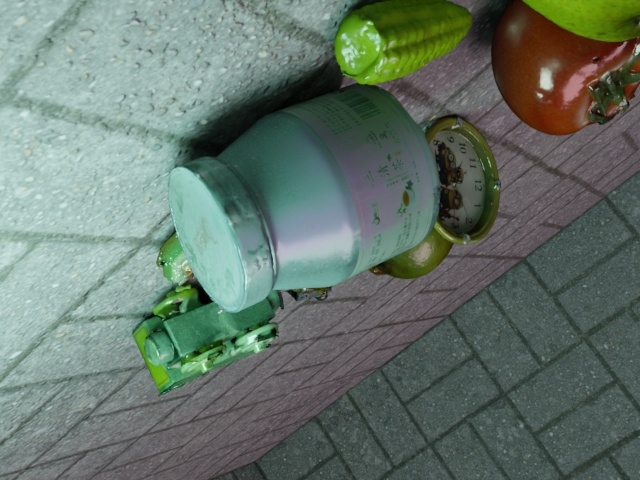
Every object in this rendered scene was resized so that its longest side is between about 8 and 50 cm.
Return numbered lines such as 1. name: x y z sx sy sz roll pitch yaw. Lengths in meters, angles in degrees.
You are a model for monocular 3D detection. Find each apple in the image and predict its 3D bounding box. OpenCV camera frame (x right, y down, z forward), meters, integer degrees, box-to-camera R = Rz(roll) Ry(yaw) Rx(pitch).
1. apple: 0.169 -0.028 1.553 0.196 0.196 0.157 -25 163 -26

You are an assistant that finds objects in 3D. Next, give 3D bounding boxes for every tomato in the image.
1. tomato: 0.377 -0.283 1.194 0.256 0.224 0.256 -28 158 -12

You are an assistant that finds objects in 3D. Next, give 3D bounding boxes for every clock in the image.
1. clock: 0.240 -0.106 1.476 0.237 0.237 0.057 -18 -175 -42

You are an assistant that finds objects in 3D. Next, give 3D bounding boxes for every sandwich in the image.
1. sandwich: -0.139 0.025 1.202 0.185 0.160 0.109 -41 -178 45

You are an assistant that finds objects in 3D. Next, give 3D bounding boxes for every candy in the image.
1. candy: 0.114 -0.258 1.013 0.209 0.097 0.097 -24 160 -35

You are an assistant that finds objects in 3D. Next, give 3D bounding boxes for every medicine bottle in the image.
1. medicine bottle: -0.028 -0.051 1.058 0.290 0.245 0.245 -25 161 -26

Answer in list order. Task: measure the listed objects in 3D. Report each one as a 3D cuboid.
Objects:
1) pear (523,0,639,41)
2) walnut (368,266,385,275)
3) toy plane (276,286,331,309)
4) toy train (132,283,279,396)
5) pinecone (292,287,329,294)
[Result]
1. pear: 0.357 -0.359 0.934 0.292 0.292 0.159 -35 172 2
2. walnut: 0.148 0.005 1.688 0.116 0.116 0.207 -52 -176 44
3. toy plane: -0.040 0.096 1.674 0.262 0.088 0.192 -27 162 -20
4. toy train: -0.201 0.161 1.462 0.271 0.159 0.188 -21 168 -37
5. pinecone: 0.001 0.004 1.398 0.195 0.150 0.179 -29 162 -16
